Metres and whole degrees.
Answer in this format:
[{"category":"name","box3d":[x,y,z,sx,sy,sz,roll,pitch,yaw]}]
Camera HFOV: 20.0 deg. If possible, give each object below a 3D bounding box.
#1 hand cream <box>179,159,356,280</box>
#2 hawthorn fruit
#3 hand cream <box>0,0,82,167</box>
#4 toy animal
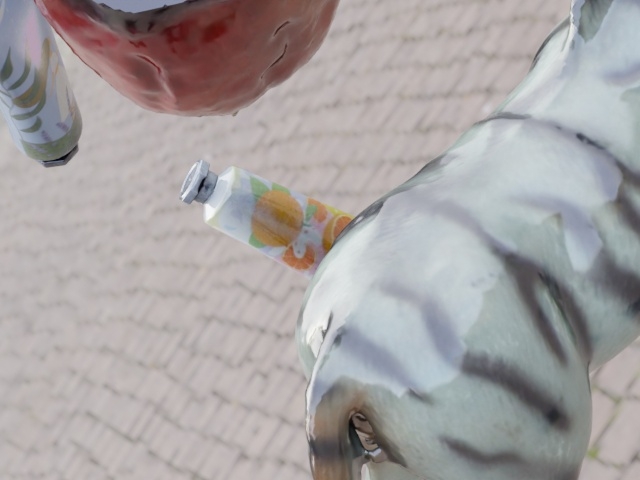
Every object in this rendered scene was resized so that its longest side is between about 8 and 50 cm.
[{"category":"hand cream","box3d":[0.000,0.000,0.626,0.035,0.102,0.022,-67,15,-12]},{"category":"hawthorn fruit","box3d":[-0.072,-0.155,1.087,0.189,0.251,0.189,-10,55,15]},{"category":"hand cream","box3d":[-0.215,-0.124,1.291,0.256,0.055,0.088,81,-147,-65]},{"category":"toy animal","box3d":[0.085,-0.005,0.493,0.090,0.170,0.255,16,72,43]}]
